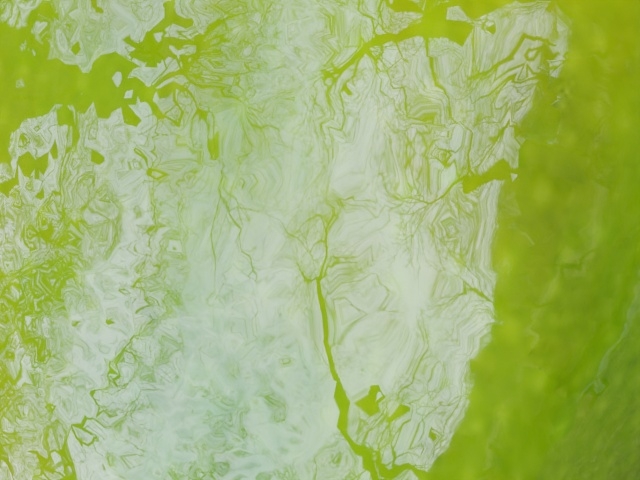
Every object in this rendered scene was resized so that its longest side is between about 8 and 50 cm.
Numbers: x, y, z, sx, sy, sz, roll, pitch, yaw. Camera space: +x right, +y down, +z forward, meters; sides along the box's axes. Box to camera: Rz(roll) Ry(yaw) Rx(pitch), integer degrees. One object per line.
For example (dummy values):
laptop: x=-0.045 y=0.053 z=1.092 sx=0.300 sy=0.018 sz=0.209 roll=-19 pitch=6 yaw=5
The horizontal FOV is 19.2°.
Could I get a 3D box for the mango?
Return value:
mango: x=0.000 y=0.000 z=0.411 sx=0.192 sy=0.156 sz=0.343 roll=14 pitch=101 yaw=38
